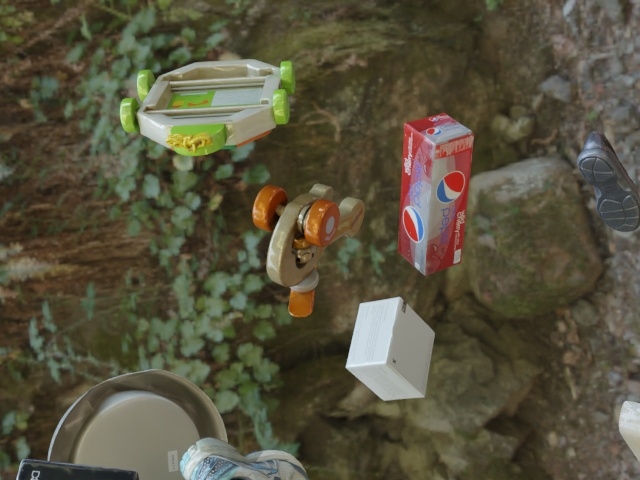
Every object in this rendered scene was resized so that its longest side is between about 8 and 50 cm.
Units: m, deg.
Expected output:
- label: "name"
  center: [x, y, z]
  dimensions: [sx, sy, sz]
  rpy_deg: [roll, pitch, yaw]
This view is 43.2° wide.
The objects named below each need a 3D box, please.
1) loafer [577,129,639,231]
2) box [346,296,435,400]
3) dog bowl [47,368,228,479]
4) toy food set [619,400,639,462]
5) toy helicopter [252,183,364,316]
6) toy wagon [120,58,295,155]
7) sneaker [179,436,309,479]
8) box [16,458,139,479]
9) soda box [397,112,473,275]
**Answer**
- label: "loafer"
  center: [0.700, -0.139, 1.924]
  dimensions: [0.302, 0.109, 0.095]
  rpy_deg: [47, -130, -39]
- label: "box"
  center: [0.170, 0.260, 1.926]
  dimensions: [0.182, 0.119, 0.181]
  rpy_deg: [45, -133, -37]
- label: "dog bowl"
  center: [-0.353, 0.418, 1.539]
  dimensions: [0.102, 0.348, 0.349]
  rpy_deg: [-10, 88, 57]
- label: "toy food set"
  center: [0.816, 0.467, 1.791]
  dimensions: [0.219, 0.092, 0.306]
  rpy_deg: [9, 150, 46]
- label: "toy helicopter"
  center: [0.000, 0.000, 1.571]
  dimensions: [0.355, 0.140, 0.235]
  rpy_deg: [-27, -52, -60]
- label: "toy wagon"
  center: [-0.182, -0.211, 1.302]
  dimensions: [0.344, 0.267, 0.068]
  rpy_deg: [-85, -9, -56]
- label: "sneaker"
  center: [-0.122, 0.450, 1.461]
  dimensions: [0.110, 0.283, 0.122]
  rpy_deg: [-58, 41, 11]
- label: "box"
  center: [-0.196, 0.275, 0.632]
  dimensions: [0.158, 0.093, 0.156]
  rpy_deg: [104, 171, -54]
- label: "soda box"
  center: [0.194, -0.077, 1.384]
  dimensions: [0.092, 0.083, 0.263]
  rpy_deg: [46, 145, 47]
